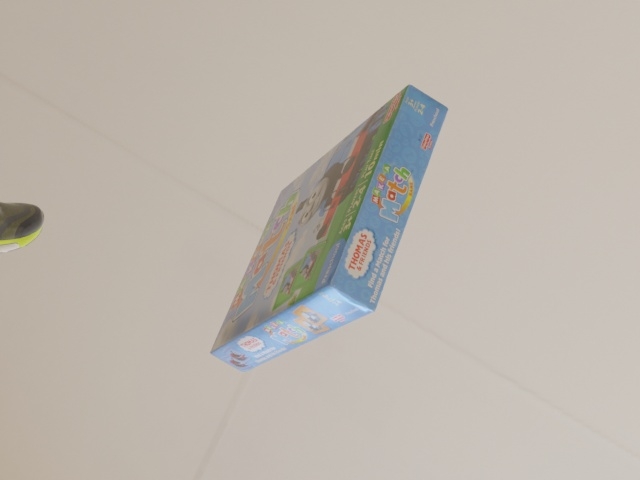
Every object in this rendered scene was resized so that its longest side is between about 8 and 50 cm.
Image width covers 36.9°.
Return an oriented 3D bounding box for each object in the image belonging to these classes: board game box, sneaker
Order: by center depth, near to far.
[{"bbox_3d":[0.000,0.000,0.689,0.039,0.160,0.211,30,-28,-14],"label":"board game box"},{"bbox_3d":[-0.520,-0.059,1.345,0.111,0.299,0.121,31,-75,41],"label":"sneaker"}]
